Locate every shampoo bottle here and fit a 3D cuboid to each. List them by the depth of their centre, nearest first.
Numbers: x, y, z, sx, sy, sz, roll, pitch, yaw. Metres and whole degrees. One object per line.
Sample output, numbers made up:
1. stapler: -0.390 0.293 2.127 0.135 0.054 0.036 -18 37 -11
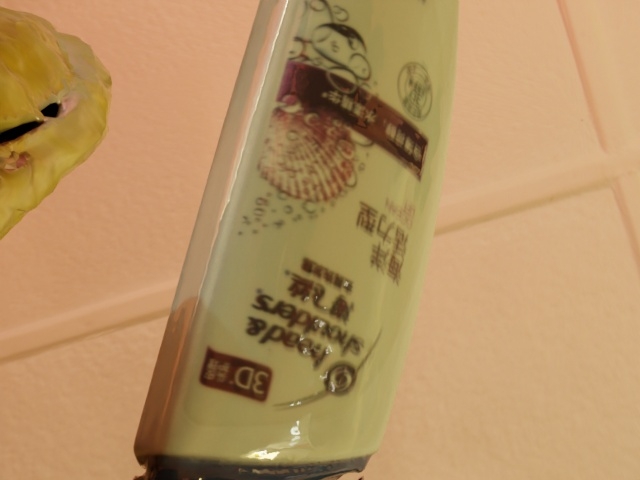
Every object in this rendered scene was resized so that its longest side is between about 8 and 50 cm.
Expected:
1. shampoo bottle: 0.000 0.000 0.577 0.134 0.078 0.359 26 -115 -28

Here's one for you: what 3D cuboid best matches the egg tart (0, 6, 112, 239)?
1. egg tart: -0.248 -0.066 0.392 0.345 0.345 0.132 0 -64 14
